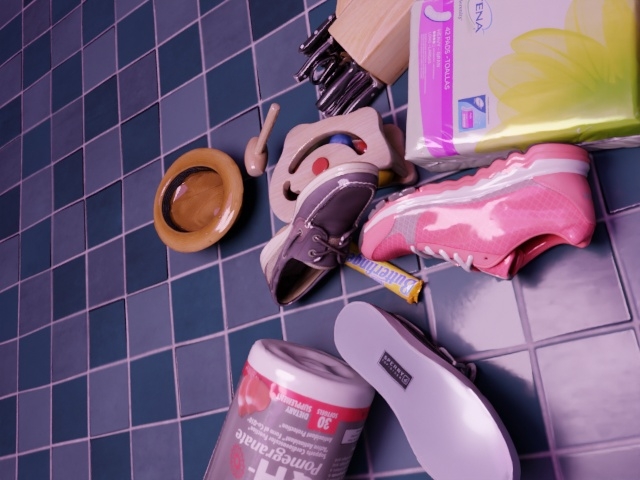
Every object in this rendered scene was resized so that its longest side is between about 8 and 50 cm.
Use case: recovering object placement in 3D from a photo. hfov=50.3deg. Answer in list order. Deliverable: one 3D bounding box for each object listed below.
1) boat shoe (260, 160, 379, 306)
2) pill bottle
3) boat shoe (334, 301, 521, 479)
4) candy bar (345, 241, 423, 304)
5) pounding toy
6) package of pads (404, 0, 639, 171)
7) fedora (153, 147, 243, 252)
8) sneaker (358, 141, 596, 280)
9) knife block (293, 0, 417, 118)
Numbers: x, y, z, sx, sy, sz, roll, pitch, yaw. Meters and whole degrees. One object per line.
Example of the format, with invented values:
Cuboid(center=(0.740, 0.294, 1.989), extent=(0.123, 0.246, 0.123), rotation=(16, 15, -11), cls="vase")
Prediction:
Cuboid(center=(0.000, 0.000, 0.940), extent=(0.285, 0.103, 0.092), rotation=(-47, 46, 46), cls="boat shoe")
Cuboid(center=(-0.059, 0.307, 0.908), extent=(0.176, 0.176, 0.318), rotation=(22, 93, 39), cls="pill bottle")
Cuboid(center=(0.137, 0.188, 0.832), extent=(0.306, 0.105, 0.113), rotation=(39, 108, 43), cls="boat shoe")
Cuboid(center=(0.082, 0.041, 0.963), extent=(0.162, 0.018, 0.040), rotation=(31, 99, 39), cls="candy bar")
Cuboid(center=(-0.013, -0.103, 0.981), extent=(0.270, 0.155, 0.154), rotation=(-8, 70, 36), cls="pounding toy")
Cuboid(center=(0.252, -0.218, 0.841), extent=(0.297, 0.101, 0.229), rotation=(-3, 79, 36), cls="package of pads")
Cuboid(center=(-0.195, -0.062, 1.161), extent=(0.195, 0.079, 0.194), rotation=(-8, 74, 29), cls="fedora")
Cuboid(center=(0.181, -0.008, 0.837), extent=(0.314, 0.116, 0.136), rotation=(-21, 69, 33), cls="sneaker")
Cuboid(center=(0.094, -0.286, 0.986), extent=(0.276, 0.088, 0.241), rotation=(1, 81, 37), cls="knife block")
